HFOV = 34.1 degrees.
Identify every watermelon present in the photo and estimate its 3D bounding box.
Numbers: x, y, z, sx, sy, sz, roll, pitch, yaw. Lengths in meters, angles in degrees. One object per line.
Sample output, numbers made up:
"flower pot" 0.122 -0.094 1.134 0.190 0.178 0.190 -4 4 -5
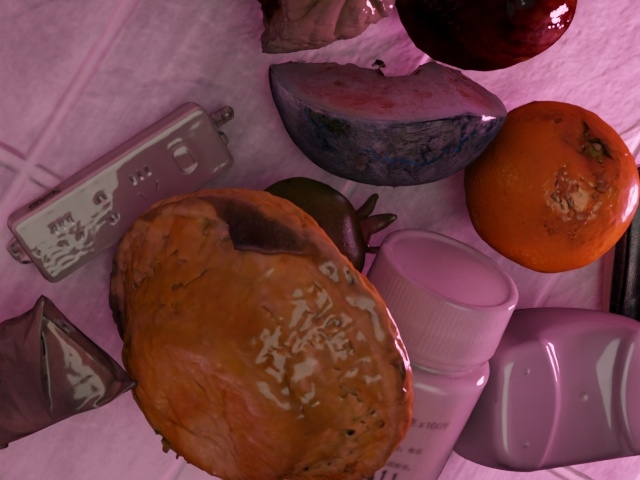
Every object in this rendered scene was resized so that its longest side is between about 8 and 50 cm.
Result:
"watermelon" 0.096 -0.127 1.375 0.322 0.188 0.175 -2 125 -7

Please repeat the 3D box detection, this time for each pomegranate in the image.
"pomegranate" 0.000 0.000 1.395 0.224 0.181 0.181 -15 110 -34

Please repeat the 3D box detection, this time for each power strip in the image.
"power strip" -0.244 -0.069 1.326 0.338 0.058 0.098 -35 115 -12

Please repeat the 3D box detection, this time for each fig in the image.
"fig" 0.229 -0.333 1.378 0.263 0.224 0.224 5 102 -31

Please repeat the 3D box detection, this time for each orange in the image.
"orange" 0.325 -0.075 1.483 0.246 0.246 0.246 -6 107 -22

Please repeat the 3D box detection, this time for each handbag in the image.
"handbag" -0.366 0.160 1.263 0.270 0.117 0.182 -25 119 32

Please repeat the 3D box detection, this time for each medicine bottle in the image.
"medicine bottle" 0.109 0.188 1.416 0.211 0.211 0.371 7 119 -25

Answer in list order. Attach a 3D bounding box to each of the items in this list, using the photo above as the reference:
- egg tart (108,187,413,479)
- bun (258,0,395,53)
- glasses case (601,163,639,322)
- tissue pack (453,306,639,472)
"egg tart" -0.102 0.149 1.256 0.178 0.443 0.443 -47 123 -45
"bun" -0.012 -0.370 1.265 0.281 0.205 0.281 -6 105 -24
"glasses case" 0.520 0.030 1.681 0.122 0.075 0.314 -6 106 -24
"tissue pack" 0.335 0.216 1.571 0.333 0.236 0.229 -2 96 -24
